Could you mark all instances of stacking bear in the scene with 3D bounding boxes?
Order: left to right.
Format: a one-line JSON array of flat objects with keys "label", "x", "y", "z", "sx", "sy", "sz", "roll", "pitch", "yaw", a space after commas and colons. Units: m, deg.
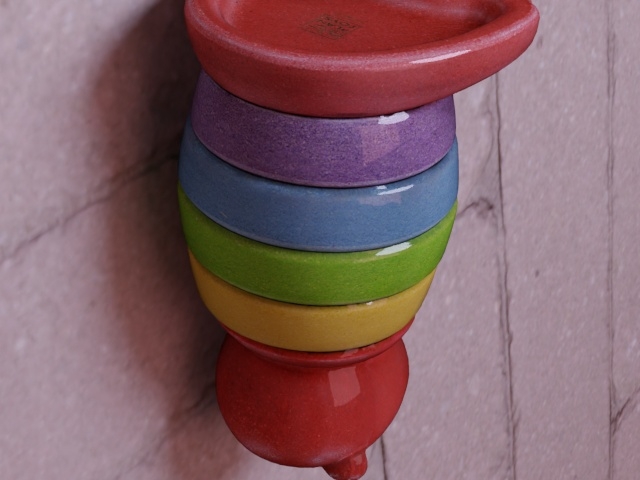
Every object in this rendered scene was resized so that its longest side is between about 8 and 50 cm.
[{"label": "stacking bear", "x": 0.000, "y": 0.000, "z": 0.830, "sx": 0.164, "sy": 0.175, "sz": 0.289, "roll": -33, "pitch": 137, "yaw": -44}]
